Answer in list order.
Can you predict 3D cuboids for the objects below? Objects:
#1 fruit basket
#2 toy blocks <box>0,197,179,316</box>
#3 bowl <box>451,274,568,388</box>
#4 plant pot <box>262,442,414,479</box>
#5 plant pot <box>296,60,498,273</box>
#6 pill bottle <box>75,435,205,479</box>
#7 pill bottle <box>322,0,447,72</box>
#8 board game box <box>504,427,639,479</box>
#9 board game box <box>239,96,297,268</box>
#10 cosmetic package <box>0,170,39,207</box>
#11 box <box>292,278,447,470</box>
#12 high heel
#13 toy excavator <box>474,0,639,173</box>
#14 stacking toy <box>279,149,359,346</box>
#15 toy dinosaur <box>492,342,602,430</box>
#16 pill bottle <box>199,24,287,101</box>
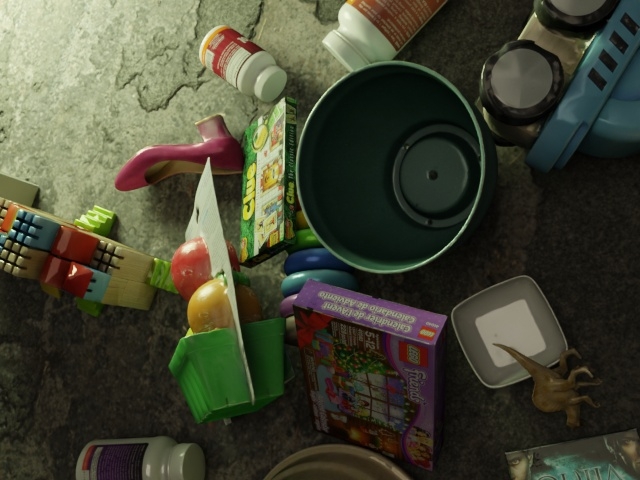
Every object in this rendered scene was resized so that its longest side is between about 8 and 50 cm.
[{"bbox_3d":[-0.151,0.095,1.162,0.166,0.327,0.352,-3,70,-17],"label":"fruit basket"},{"bbox_3d":[-0.461,0.016,1.285,0.382,0.261,0.190,20,87,22],"label":"toy blocks"},{"bbox_3d":[0.280,0.137,1.107,0.142,0.053,0.141,-27,72,12],"label":"bowl"},{"bbox_3d":[-0.025,0.468,1.000,0.334,0.305,0.333,-2,86,23],"label":"plant pot"},{"bbox_3d":[0.137,-0.101,1.108,0.293,0.196,0.292,1,91,32],"label":"plant pot"},{"bbox_3d":[-0.294,0.380,1.238,0.194,0.108,0.108,-8,77,19],"label":"pill bottle"},{"bbox_3d":[0.109,-0.375,1.229,0.216,0.121,0.121,-46,69,6],"label":"pill bottle"},{"bbox_3d":[0.367,0.343,1.051,0.186,0.026,0.126,-16,75,16],"label":"board game box"},{"bbox_3d":[-0.086,-0.095,1.234,0.136,0.030,0.259,-32,52,50],"label":"board game box"},{"bbox_3d":[-0.662,-0.102,1.395,0.127,0.238,0.107,20,90,19],"label":"cosmetic package"},{"bbox_3d":[0.074,0.196,1.059,0.201,0.293,0.057,13,45,22],"label":"box"},{"bbox_3d":[-0.253,-0.121,1.340,0.244,0.082,0.117,-26,73,5],"label":"high heel"},{"bbox_3d":[0.496,-0.241,1.044,0.445,0.222,0.432,32,91,8],"label":"toy excavator"},{"bbox_3d":[0.000,0.000,1.203,0.141,0.141,0.330,-7,72,18],"label":"stacking toy"},{"bbox_3d":[0.328,0.195,1.033,0.093,0.053,0.183,-40,100,16],"label":"toy dinosaur"},{"bbox_3d":[-0.135,-0.310,1.324,0.152,0.086,0.086,38,94,21],"label":"pill bottle"}]
